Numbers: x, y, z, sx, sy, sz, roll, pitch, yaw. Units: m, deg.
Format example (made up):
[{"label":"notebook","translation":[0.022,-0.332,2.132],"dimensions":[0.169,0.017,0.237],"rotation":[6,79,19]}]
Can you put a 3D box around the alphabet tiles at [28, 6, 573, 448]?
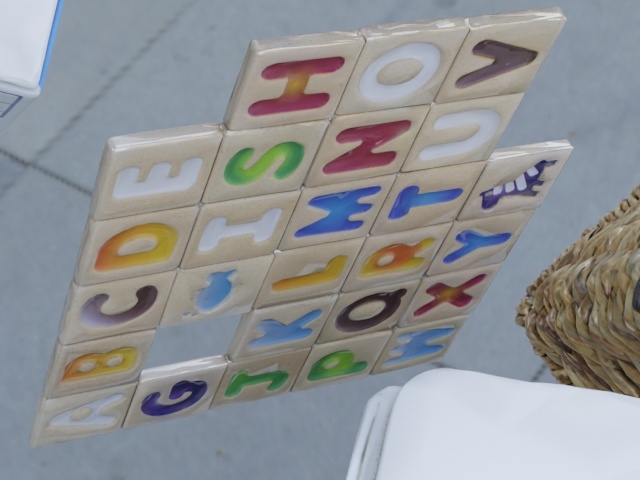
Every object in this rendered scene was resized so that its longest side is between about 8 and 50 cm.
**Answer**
[{"label":"alphabet tiles","translation":[0.000,0.000,0.613],"dimensions":[0.198,0.237,0.009],"rotation":[-9,58,-25]}]

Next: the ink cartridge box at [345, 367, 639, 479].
[{"label":"ink cartridge box","translation":[0.129,0.255,0.580],"dimensions":[0.279,0.384,0.160],"rotation":[7,38,8]}]

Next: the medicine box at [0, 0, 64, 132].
[{"label":"medicine box","translation":[-0.264,-0.228,1.180],"dimensions":[0.149,0.289,0.263],"rotation":[14,84,-17]}]

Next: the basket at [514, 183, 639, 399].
[{"label":"basket","translation":[0.293,0.069,0.877],"dimensions":[0.213,0.223,0.299],"rotation":[-44,93,-14]}]
